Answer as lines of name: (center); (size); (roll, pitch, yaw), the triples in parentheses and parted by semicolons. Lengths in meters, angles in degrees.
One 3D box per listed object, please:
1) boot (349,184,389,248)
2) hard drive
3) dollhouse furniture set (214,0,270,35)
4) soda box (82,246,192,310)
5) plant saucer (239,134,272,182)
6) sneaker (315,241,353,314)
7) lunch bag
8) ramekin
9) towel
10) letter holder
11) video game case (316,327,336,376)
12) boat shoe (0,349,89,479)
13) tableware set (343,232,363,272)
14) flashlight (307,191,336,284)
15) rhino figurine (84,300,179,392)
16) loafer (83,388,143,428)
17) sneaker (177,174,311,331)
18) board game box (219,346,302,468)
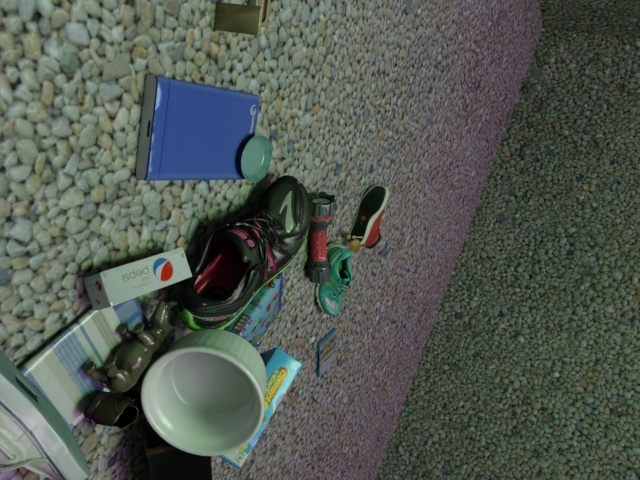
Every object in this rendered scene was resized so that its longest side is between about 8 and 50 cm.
boot: (0.207, -0.087, 2.067); (0.176, 0.088, 0.244); (15, 101, -61)
hard drive: (-0.264, -0.241, 1.226); (0.319, 0.040, 0.210); (-11, 116, -57)
dollhouse furniture set: (-0.130, -0.524, 1.204); (0.151, 0.123, 0.144); (-17, 121, -55)
soda box: (-0.383, 0.078, 1.159); (0.216, 0.069, 0.074); (-22, 95, -53)
plant saucer: (-0.164, -0.204, 1.349); (0.119, 0.021, 0.119); (-37, 136, -45)
sneaker: (0.054, 0.145, 1.901); (0.107, 0.110, 0.275); (-15, 119, -39)
lunch bag: (-0.197, 0.228, 1.541); (0.221, 0.138, 0.293); (-56, 157, -30)
ramekin: (-0.255, 0.339, 1.254); (0.135, 0.277, 0.277); (-73, 171, -72)
towel: (-0.482, 0.246, 1.150); (0.285, 0.034, 0.209); (-48, 141, -38)
letter holder: (-0.379, 0.566, 1.416); (0.152, 0.214, 0.302); (-8, 119, -23)
video game case: (0.024, 0.437, 2.127); (0.119, 0.015, 0.166); (-34, 134, -46)
boat shoe: (-0.561, 0.339, 0.954); (0.156, 0.136, 0.367); (-33, 127, -18)
tableware set: (0.090, 0.047, 1.971); (0.104, 0.024, 0.154); (4, 108, -29)
flashlight: (0.000, 0.000, 1.746); (0.103, 0.103, 0.304); (-35, 134, -48)
rhino figurine: (-0.391, 0.224, 1.187); (0.243, 0.073, 0.106); (-54, 140, -34)
loafer: (-0.440, 0.384, 1.204); (0.080, 0.078, 0.220); (-57, 168, -8)
sneaker: (-0.168, 0.018, 1.353); (0.483, 0.185, 0.202); (-57, 173, -25)
board game box: (-0.202, 0.459, 1.514); (0.302, 0.086, 0.308); (-57, -173, -23)
